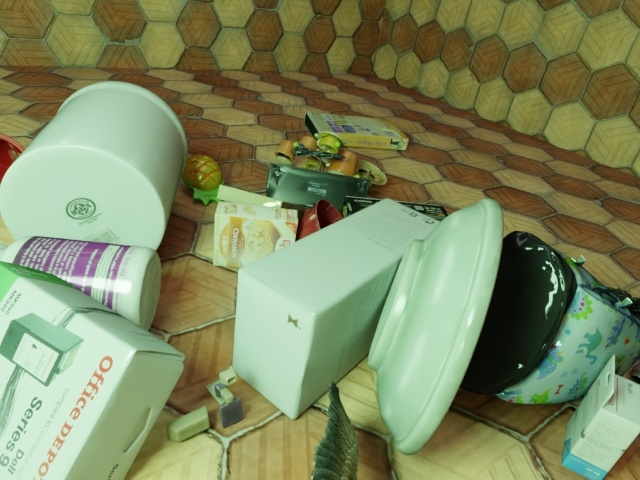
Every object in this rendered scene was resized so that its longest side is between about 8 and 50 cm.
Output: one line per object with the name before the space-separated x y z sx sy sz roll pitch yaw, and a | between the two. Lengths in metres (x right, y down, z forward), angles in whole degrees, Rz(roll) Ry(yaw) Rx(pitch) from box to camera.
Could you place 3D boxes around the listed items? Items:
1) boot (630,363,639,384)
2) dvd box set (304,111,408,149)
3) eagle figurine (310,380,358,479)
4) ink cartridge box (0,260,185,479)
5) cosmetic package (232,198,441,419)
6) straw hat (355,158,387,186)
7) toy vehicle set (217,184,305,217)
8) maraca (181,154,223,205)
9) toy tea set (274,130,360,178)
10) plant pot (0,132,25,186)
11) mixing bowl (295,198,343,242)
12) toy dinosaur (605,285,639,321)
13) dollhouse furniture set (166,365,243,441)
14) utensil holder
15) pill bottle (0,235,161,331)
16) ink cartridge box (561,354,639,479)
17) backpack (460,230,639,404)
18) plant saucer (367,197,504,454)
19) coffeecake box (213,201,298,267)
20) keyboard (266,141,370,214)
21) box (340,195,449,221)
boot | 0.704 0.299 0.928 0.087 0.042 0.118 -18 39 -29
dvd box set | 0.157 -0.508 2.089 0.420 0.062 0.308 0 32 -16
eagle figurine | 0.033 0.328 0.529 0.225 0.226 0.298 8 29 38
ink cartridge box | -0.364 0.181 0.608 0.289 0.211 0.121 22 -11 20
cosmetic package | 0.054 0.099 0.876 0.161 0.230 0.453 28 34 29
straw hat | 0.159 -0.221 1.607 0.144 0.061 0.144 17 39 -14
toy vehicle set | -0.149 -0.101 1.221 0.166 0.035 0.267 16 4 9
maraca | -0.349 -0.183 1.359 0.127 0.099 0.186 -11 63 -29
toy tea set | -0.023 -0.263 1.554 0.336 0.124 0.200 6 -21 49
plant pot | -0.856 -0.191 1.128 0.174 0.191 0.191 21 31 32
mixing bowl | 0.000 0.000 1.113 0.098 0.181 0.181 -24 22 22
toy dinosaur | 0.682 0.177 1.063 0.322 0.164 0.218 2 11 23
dollhouse furniture set | -0.194 0.246 0.709 0.114 0.091 0.081 -16 24 -32
utensil holder | -0.490 -0.153 1.038 0.327 0.328 0.385 3 32 -12
pill bottle | -0.457 0.079 0.807 0.301 0.169 0.169 7 31 -8
ink cartridge box | 0.460 0.287 0.728 0.060 0.180 0.104 24 34 22
backpack | 0.422 0.165 0.836 0.273 0.290 0.355 36 14 35
plant saucer | 0.154 0.113 0.705 0.100 0.400 0.400 19 31 8
coffeecake box | -0.154 -0.007 1.069 0.185 0.142 0.068 6 32 -8
keyboard | -0.005 -0.193 1.406 0.317 0.202 0.033 10 -2 -2
box | 0.234 -0.025 1.287 0.322 0.079 0.257 4 33 -10
